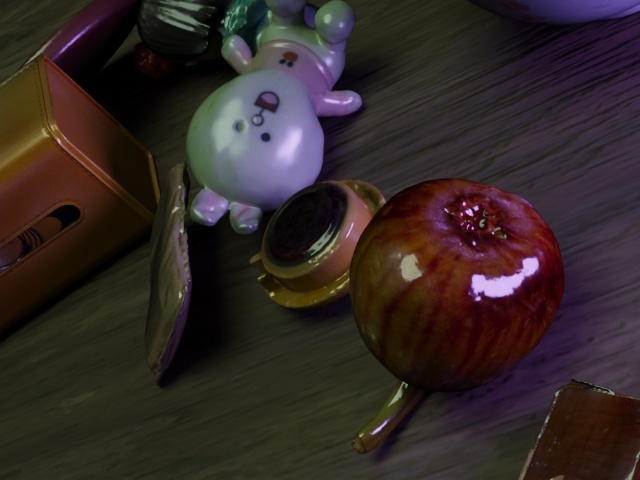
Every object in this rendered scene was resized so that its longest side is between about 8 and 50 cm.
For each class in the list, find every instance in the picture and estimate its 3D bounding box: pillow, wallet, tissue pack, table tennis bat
[{"bbox_3d":[-0.148,0.026,1.309,0.135,0.034,0.211,111,162,-45],"label":"pillow"},{"bbox_3d":[0.182,0.186,0.948,0.095,0.026,0.176,8,63,37],"label":"wallet"},{"bbox_3d":[-0.337,-0.034,1.444,0.274,0.194,0.145,-35,41,13],"label":"tissue pack"},{"bbox_3d":[-0.354,-0.145,1.576,0.414,0.051,0.268,-45,3,9],"label":"table tennis bat"}]

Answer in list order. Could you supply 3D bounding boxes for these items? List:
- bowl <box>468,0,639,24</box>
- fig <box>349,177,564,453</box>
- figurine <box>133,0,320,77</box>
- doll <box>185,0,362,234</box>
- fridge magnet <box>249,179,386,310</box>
[{"bbox_3d":[0.248,-0.302,1.204,0.346,0.157,0.345,-22,45,24],"label":"bowl"},{"bbox_3d":[0.097,0.056,1.055,0.175,0.207,0.175,4,44,-4],"label":"fig"},{"bbox_3d":[-0.111,-0.238,1.498,0.245,0.110,0.138,17,80,39],"label":"figurine"},{"bbox_3d":[-0.046,-0.124,1.333,0.155,0.113,0.275,20,76,2],"label":"doll"},{"bbox_3d":[0.000,0.000,1.230,0.143,0.063,0.143,-26,42,26],"label":"fridge magnet"}]
